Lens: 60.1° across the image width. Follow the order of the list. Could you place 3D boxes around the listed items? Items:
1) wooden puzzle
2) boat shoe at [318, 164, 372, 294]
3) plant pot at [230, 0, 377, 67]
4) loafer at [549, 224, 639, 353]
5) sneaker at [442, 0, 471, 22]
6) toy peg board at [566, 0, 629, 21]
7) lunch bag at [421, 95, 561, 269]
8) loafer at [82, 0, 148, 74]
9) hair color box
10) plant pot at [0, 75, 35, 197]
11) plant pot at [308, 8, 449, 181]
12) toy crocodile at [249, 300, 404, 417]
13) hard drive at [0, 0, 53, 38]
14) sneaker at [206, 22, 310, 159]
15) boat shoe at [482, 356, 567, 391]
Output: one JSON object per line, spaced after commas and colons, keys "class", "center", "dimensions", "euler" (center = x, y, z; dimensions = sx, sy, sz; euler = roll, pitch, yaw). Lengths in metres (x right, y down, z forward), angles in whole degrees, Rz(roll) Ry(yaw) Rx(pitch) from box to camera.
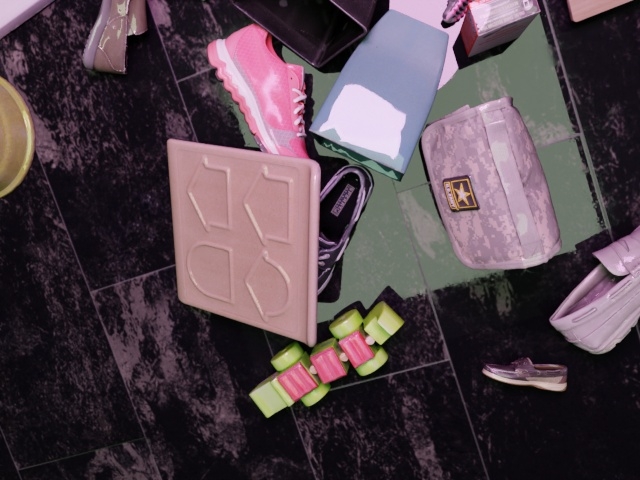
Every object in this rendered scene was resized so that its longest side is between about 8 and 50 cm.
{"class": "wooden puzzle", "center": [-0.131, -0.007, 0.987], "dimensions": [0.348, 0.080, 0.322], "euler": [15, 114, 32]}
{"class": "boat shoe", "center": [0.000, 0.000, 1.009], "dimensions": [0.108, 0.102, 0.301], "euler": [33, 102, 3]}
{"class": "plant pot", "center": [-0.005, -0.424, 0.887], "dimensions": [0.187, 0.188, 0.167], "euler": [32, 77, -21]}
{"class": "loafer", "center": [0.516, 0.046, 0.927], "dimensions": [0.111, 0.112, 0.319], "euler": [31, 103, -5]}
{"class": "sneaker", "center": [0.236, -0.429, 0.940], "dimensions": [0.057, 0.047, 0.119], "euler": [35, 100, 20]}
{"class": "toy peg board", "center": [0.458, -0.462, 0.888], "dimensions": [0.161, 0.079, 0.160], "euler": [-19, 111, 12]}
{"class": "lunch bag", "center": [0.260, -0.092, 0.859], "dimensions": [0.169, 0.287, 0.235], "euler": [-17, 96, 11]}
{"class": "loafer", "center": [-0.356, -0.421, 1.021], "dimensions": [0.087, 0.094, 0.251], "euler": [22, 113, -19]}
{"class": "hair color box", "center": [0.278, -0.347, 0.877], "dimensions": [0.093, 0.167, 0.053], "euler": [-19, 95, 11]}
{"class": "plant pot", "center": [-0.736, -0.198, 1.024], "dimensions": [0.276, 0.254, 0.276], "euler": [2, 99, 10]}
{"class": "plant pot", "center": [0.112, -0.244, 0.927], "dimensions": [0.165, 0.166, 0.234], "euler": [25, 95, 5]}
{"class": "toy crocodile", "center": [0.010, 0.229, 1.042], "dimensions": [0.341, 0.105, 0.115], "euler": [-32, 92, 13]}
{"class": "hard drive", "center": [-0.544, -0.577, 1.040], "dimensions": [0.353, 0.047, 0.233], "euler": [-28, 93, 13]}
{"class": "sneaker", "center": [-0.071, -0.243, 0.979], "dimensions": [0.136, 0.116, 0.314], "euler": [-31, 94, 9]}
{"class": "boat shoe", "center": [0.374, 0.238, 1.013], "dimensions": [0.152, 0.056, 0.049], "euler": [9, 95, -2]}
